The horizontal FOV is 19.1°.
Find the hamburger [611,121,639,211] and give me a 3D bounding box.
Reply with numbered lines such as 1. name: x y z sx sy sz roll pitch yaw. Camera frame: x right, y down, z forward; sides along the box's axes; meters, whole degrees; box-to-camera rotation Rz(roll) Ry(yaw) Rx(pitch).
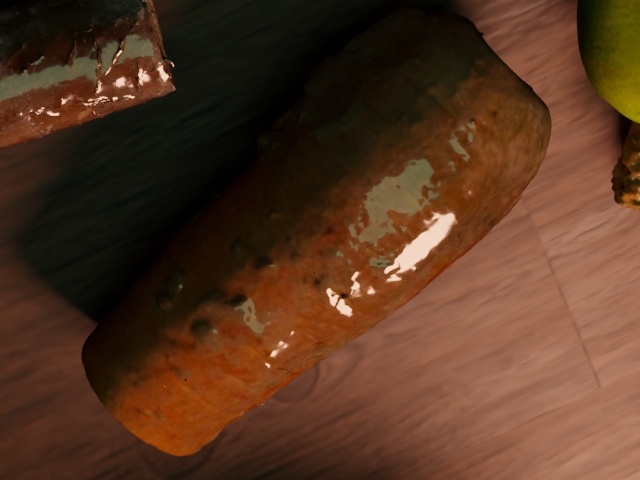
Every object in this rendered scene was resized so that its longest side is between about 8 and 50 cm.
1. hamburger: 0.256 -0.048 1.156 0.147 0.083 0.138 28 104 -25

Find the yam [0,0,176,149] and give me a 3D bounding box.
1. yam: -0.153 -0.095 1.045 0.141 0.079 0.079 -16 118 -6

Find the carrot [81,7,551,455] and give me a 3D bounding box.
1. carrot: 0.000 0.000 1.097 0.138 0.139 0.302 37 105 -25

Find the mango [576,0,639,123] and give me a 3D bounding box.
1. mango: 0.204 -0.149 1.078 0.117 0.089 0.163 36 99 7
